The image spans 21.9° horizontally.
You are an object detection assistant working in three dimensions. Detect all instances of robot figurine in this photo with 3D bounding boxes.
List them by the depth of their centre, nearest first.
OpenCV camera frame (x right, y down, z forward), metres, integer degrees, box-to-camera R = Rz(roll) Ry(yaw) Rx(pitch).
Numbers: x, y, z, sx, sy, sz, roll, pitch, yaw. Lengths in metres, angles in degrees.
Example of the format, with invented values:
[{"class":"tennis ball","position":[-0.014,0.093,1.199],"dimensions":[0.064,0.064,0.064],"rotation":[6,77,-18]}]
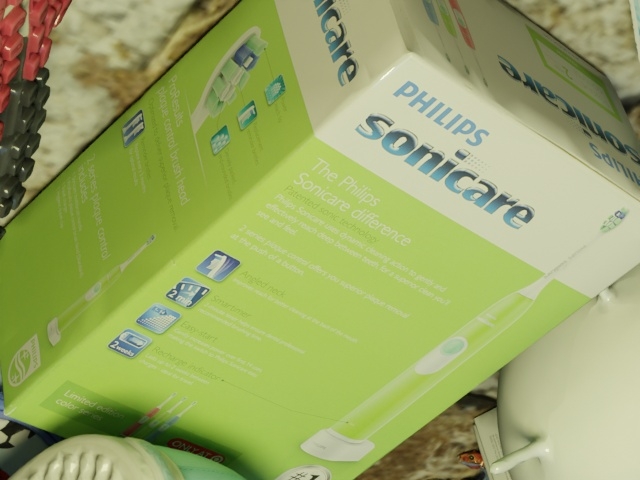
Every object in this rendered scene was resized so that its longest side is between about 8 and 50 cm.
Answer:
[{"class":"robot figurine","position":[0.245,0.105,0.965],"dimensions":[0.353,0.300,0.200],"rotation":[18,174,-37]}]

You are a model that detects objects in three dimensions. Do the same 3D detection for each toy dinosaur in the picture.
[{"class":"toy dinosaur","position":[0.098,0.175,1.142],"dimensions":[0.082,0.047,0.090],"rotation":[-50,162,22]}]

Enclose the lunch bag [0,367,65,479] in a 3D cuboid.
[{"class":"lunch bag","position":[-0.209,0.154,0.947],"dimensions":[0.243,0.115,0.303],"rotation":[-22,142,8]}]

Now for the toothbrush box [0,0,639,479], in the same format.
[{"class":"toothbrush box","position":[0.000,0.000,0.839],"dimensions":[0.206,0.122,0.283],"rotation":[27,124,-38]}]

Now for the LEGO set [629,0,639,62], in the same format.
[{"class":"LEGO set","position":[0.236,-0.160,0.814],"dimensions":[0.182,0.060,0.244],"rotation":[-10,139,11]}]

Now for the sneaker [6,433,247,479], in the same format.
[{"class":"sneaker","position":[-0.162,0.231,0.868],"dimensions":[0.366,0.135,0.150],"rotation":[-35,146,28]}]

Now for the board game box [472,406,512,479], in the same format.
[{"class":"board game box","position":[0.209,0.254,1.131],"dimensions":[0.053,0.193,0.305],"rotation":[-28,138,14]}]

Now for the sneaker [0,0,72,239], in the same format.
[{"class":"sneaker","position":[-0.168,-0.102,0.687],"dimensions":[0.112,0.121,0.299],"rotation":[25,123,1]}]
